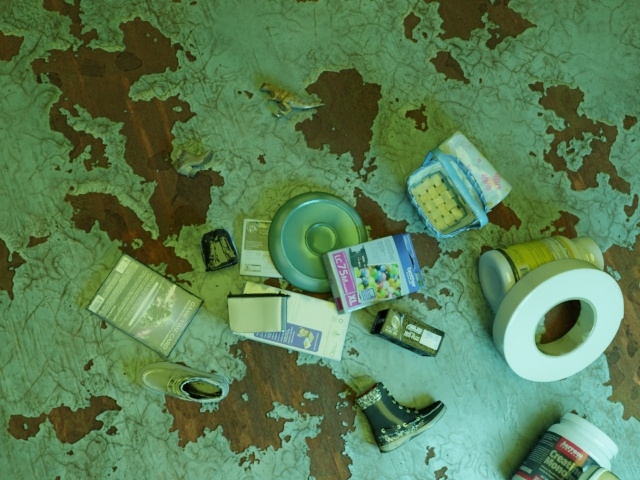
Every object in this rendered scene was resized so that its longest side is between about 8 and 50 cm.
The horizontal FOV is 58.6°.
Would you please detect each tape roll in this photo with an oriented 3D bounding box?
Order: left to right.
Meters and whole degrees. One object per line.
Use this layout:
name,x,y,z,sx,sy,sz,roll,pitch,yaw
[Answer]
tape roll,0.698,0.239,1.670,0.391,0.072,0.393,-6,115,-12

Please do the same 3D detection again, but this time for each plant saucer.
plant saucer,0.000,0.000,1.731,0.317,0.043,0.318,2,79,-13

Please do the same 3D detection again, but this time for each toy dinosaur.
toy dinosaur,-0.100,-0.441,1.808,0.211,0.064,0.112,24,76,-2

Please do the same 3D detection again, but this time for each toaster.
toaster,-0.167,0.198,1.564,0.185,0.168,0.110,-1,82,-7

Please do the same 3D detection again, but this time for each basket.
basket,0.375,-0.139,1.692,0.201,0.289,0.255,-32,88,-1

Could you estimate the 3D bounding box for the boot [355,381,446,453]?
boot,0.234,0.485,1.665,0.236,0.085,0.179,-29,82,-11

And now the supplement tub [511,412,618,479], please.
supplement tub,0.700,0.656,1.635,0.191,0.191,0.272,42,78,2

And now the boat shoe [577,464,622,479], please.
boat shoe,0.758,0.802,1.514,0.186,0.156,0.501,-32,127,-25

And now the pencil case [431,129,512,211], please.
pencil case,0.479,-0.220,1.814,0.124,0.113,0.273,-43,87,-1

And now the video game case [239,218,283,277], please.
video game case,-0.146,0.026,1.736,0.190,0.022,0.173,4,79,-6

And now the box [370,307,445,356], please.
box,0.254,0.272,1.675,0.180,0.147,0.078,24,77,-1

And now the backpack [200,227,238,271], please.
backpack,-0.303,0.027,1.683,0.104,0.084,0.115,-17,87,-10

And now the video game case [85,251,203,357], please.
video game case,-0.509,0.187,1.659,0.274,0.026,0.196,32,77,-1

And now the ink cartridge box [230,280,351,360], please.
ink cartridge box,-0.086,0.237,1.682,0.332,0.065,0.166,16,78,-5

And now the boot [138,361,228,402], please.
boot,-0.384,0.393,1.584,0.258,0.123,0.095,9,78,-5

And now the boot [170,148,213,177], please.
boot,-0.398,-0.253,1.747,0.086,0.042,0.119,35,77,3

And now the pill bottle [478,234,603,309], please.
pill bottle,0.673,0.090,1.741,0.333,0.188,0.188,-12,81,-9

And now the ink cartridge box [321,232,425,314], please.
ink cartridge box,0.173,0.090,1.708,0.310,0.065,0.186,-14,84,-25
